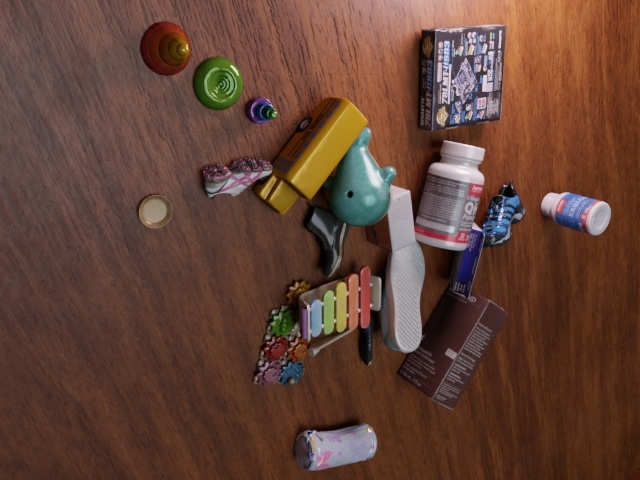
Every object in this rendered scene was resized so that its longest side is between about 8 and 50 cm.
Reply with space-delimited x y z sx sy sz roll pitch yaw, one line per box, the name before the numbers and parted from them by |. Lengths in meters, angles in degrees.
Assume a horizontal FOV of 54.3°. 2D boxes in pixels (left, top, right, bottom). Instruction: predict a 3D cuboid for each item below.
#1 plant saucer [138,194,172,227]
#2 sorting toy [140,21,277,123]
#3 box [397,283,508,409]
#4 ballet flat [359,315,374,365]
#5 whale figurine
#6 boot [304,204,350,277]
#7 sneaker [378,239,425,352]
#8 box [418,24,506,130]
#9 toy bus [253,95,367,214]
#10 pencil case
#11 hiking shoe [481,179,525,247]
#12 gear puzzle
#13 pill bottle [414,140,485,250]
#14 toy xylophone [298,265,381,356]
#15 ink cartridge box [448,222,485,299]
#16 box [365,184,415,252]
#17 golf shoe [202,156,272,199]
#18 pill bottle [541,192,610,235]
plant saucer | -0.407 -0.072 1.535 0.083 0.015 0.083 -11 112 -29
sorting toy | -0.239 -0.379 1.473 0.365 0.126 0.127 29 89 -35
box | 0.449 0.356 2.129 0.143 0.191 0.381 34 86 -36
ballet flat | 0.156 0.325 2.010 0.049 0.057 0.173 -14 114 -34
whale figurine | 0.097 -0.174 1.716 0.141 0.216 0.272 -8 92 -67
boot | 0.000 0.000 1.798 0.137 0.077 0.198 15 85 -31
sneaker | 0.235 0.168 1.978 0.135 0.150 0.366 11 77 -27
box | 0.433 -0.497 1.902 0.293 0.073 0.295 -14 114 -28
toy bus | -0.028 -0.221 1.660 0.108 0.130 0.333 41 82 -35
pencil case | 0.051 0.665 2.024 0.273 0.113 0.124 5 84 -34
hiking shoe | 0.591 -0.082 2.100 0.304 0.113 0.132 -44 118 -46
gear puzzle | -0.082 0.279 1.847 0.175 0.044 0.339 9 101 -35
pill bottle | 0.406 -0.141 1.939 0.176 0.176 0.318 5 103 -34
toy xylophone | 0.053 0.217 1.870 0.322 0.081 0.236 -26 121 -35
ink cartridge box | 0.474 0.058 2.040 0.045 0.224 0.223 12 101 3
box | 0.201 -0.070 1.860 0.091 0.130 0.170 -23 117 -26
golf shoe | -0.212 -0.160 1.607 0.186 0.067 0.086 -15 130 -21
pill bottle | 0.915 -0.104 2.255 0.124 0.221 0.124 -11 111 -30
